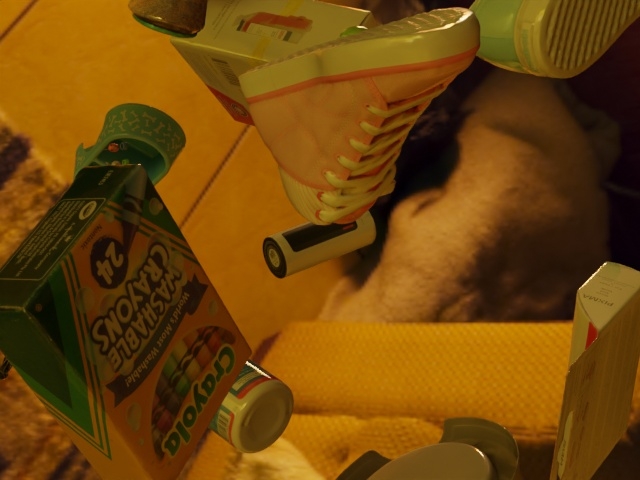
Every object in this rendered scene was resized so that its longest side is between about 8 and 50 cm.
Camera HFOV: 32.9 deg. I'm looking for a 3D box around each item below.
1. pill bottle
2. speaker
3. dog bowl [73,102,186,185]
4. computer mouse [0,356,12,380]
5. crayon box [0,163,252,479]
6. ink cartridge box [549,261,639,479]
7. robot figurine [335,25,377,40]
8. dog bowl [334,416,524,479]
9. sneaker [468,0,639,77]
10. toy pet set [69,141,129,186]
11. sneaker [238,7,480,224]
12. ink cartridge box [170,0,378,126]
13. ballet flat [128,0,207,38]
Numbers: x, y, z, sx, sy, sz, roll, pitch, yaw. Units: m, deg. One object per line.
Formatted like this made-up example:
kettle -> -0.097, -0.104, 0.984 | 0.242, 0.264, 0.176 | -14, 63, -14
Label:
pill bottle -> -0.157, 0.229, 1.698 | 0.124, 0.221, 0.124 | -27, 131, -35
speaker -> 0.000, 0.000, 1.324 | 0.136, 0.055, 0.055 | -20, 103, -28
dog bowl -> -0.390, -0.157, 2.163 | 0.166, 0.297, 0.074 | 29, 50, -23
computer mouse -> -0.456, 0.223, 1.495 | 0.041, 0.071, 0.242 | 32, 94, -19
crayon box -> -0.186, 0.110, 1.099 | 0.203, 0.083, 0.323 | -60, 137, -39
ink cartridge box -> 0.235, 0.141, 0.992 | 0.224, 0.056, 0.181 | -28, 128, -49
robot figurine -> 0.040, -0.240, 1.466 | 0.067, 0.101, 0.115 | 33, 81, -17
dog bowl -> 0.161, 0.419, 1.677 | 0.349, 0.348, 0.102 | -42, 112, -42
sneaker -> 0.283, -0.296, 1.134 | 0.366, 0.150, 0.135 | -35, 125, -29
toy pet set -> -0.400, -0.111, 1.960 | 0.065, 0.114, 0.122 | -8, 92, -41
sneaker -> 0.020, -0.043, 0.406 | 0.051, 0.134, 0.070 | -23, 101, -29
ink cartridge box -> -0.045, -0.319, 2.039 | 0.160, 0.384, 0.279 | -59, 145, -15
ballet flat -> -0.204, -0.348, 1.498 | 0.107, 0.316, 0.106 | 13, 103, -12
